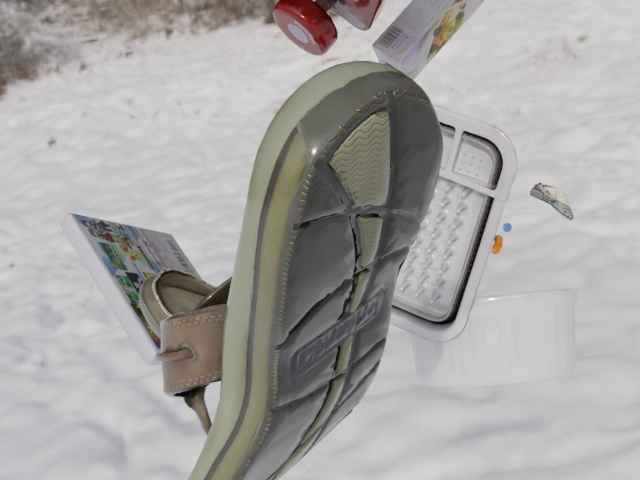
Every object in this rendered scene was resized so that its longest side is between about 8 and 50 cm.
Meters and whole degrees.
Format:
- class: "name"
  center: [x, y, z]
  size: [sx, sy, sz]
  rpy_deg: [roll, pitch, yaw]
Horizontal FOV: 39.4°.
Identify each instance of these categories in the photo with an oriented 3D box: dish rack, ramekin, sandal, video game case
- class: "dish rack"
  center: [0.118, -0.046, 1.271]
  size: [0.285, 0.333, 0.072]
  rpy_deg: [23, 27, 19]
- class: "ramekin"
  center: [0.273, 0.154, 1.419]
  size: [0.277, 0.135, 0.277]
  rpy_deg: [-5, -5, 0]
- class: "sandal"
  center: [-0.026, 0.038, 0.436]
  size: [0.086, 0.303, 0.120]
  rpy_deg: [37, 40, 24]
- class: "video game case"
  center: [-0.296, 0.096, 1.648]
  size: [0.036, 0.329, 0.300]
  rpy_deg: [-44, -25, 16]

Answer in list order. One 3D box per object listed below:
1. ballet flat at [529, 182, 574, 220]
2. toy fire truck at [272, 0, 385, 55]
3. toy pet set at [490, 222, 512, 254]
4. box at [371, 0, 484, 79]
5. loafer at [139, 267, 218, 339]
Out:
- class: "ballet flat"
  center: [0.435, -0.078, 1.662]
  size: [0.041, 0.041, 0.114]
  rpy_deg: [-14, 34, -24]
- class: "toy fire truck"
  center: [-0.022, -0.412, 1.212]
  size: [0.169, 0.302, 0.254]
  rpy_deg: [-50, 0, -11]
- class: "toy pet set"
  center: [0.229, -0.003, 1.467]
  size: [0.122, 0.114, 0.065]
  rpy_deg: [29, -5, -8]
- class: "box"
  center: [0.211, -0.383, 1.367]
  size: [0.067, 0.324, 0.063]
  rpy_deg: [38, -7, 31]
- class: "loafer"
  center: [-0.085, 0.098, 0.975]
  size: [0.251, 0.087, 0.094]
  rpy_deg: [32, 38, 9]
